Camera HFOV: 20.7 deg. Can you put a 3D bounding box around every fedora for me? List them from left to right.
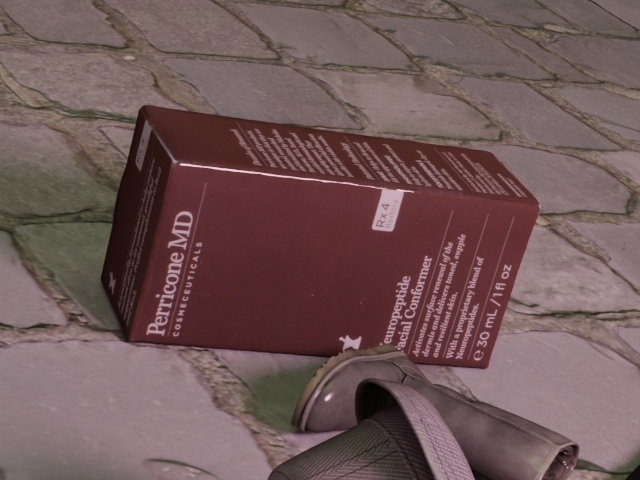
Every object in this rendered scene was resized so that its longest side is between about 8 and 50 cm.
[{"bbox_3d":[0.037,0.229,1.161,0.124,0.275,0.243,-19,43,-13],"label":"fedora"}]

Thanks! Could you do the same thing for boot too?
[{"bbox_3d":[0.102,0.169,1.530,0.208,0.076,0.190,34,30,24],"label":"boot"}]

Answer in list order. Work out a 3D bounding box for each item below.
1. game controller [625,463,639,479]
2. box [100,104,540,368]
[{"bbox_3d":[0.351,0.239,1.544,0.166,0.067,0.319,10,18,27],"label":"game controller"},{"bbox_3d":[0.000,0.000,1.683,0.381,0.191,0.143,6,24,-21],"label":"box"}]
